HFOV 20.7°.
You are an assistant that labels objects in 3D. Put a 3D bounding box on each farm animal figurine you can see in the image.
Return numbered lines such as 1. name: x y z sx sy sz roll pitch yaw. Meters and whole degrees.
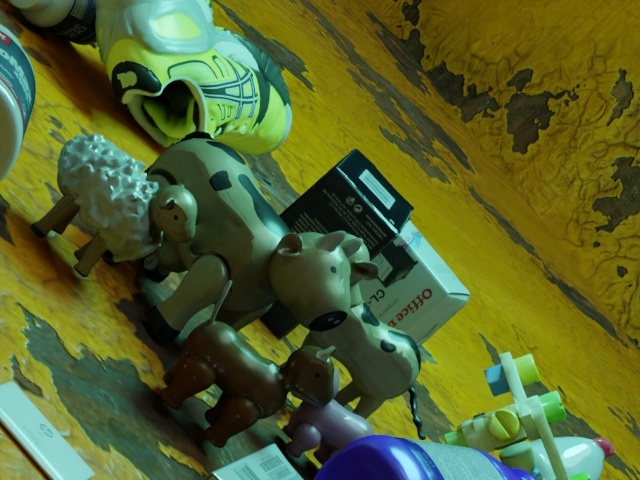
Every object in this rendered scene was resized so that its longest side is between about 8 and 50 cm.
1. farm animal figurine: -0.041 0.034 1.461 0.327 0.172 0.330 48 11 15

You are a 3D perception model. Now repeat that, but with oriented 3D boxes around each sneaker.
1. sneaker: -0.145 -0.158 1.894 0.385 0.145 0.147 38 50 -61

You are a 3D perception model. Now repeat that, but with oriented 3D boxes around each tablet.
1. tablet: -0.181 0.126 1.128 0.083 0.006 0.054 48 13 5

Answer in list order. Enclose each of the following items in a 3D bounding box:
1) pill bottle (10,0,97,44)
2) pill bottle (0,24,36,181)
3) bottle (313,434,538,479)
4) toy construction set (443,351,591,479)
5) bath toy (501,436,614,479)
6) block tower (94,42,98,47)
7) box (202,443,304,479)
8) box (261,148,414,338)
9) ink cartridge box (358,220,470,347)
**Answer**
1. pill bottle: -0.273 -0.249 1.828 0.067 0.067 0.120 52 14 23
2. pill bottle: -0.271 -0.109 1.324 0.108 0.108 0.180 42 13 -18
3. bottle: 0.109 0.217 1.347 0.283 0.092 0.118 16 41 -54
4. toy construction set: 0.185 0.244 1.611 0.328 0.151 0.215 -41 112 -70
5. bath toy: 0.316 0.338 1.801 0.348 0.129 0.151 56 -18 32
6. block tower: -0.252 -0.321 2.059 0.097 0.091 0.335 43 14 -13
7. box: -0.007 0.238 1.271 0.186 0.038 0.145 48 13 9
8. box: 0.000 0.000 1.738 0.093 0.158 0.156 47 12 -1
9. ink cartridge box: 0.054 0.035 1.874 0.175 0.127 0.072 51 15 19
